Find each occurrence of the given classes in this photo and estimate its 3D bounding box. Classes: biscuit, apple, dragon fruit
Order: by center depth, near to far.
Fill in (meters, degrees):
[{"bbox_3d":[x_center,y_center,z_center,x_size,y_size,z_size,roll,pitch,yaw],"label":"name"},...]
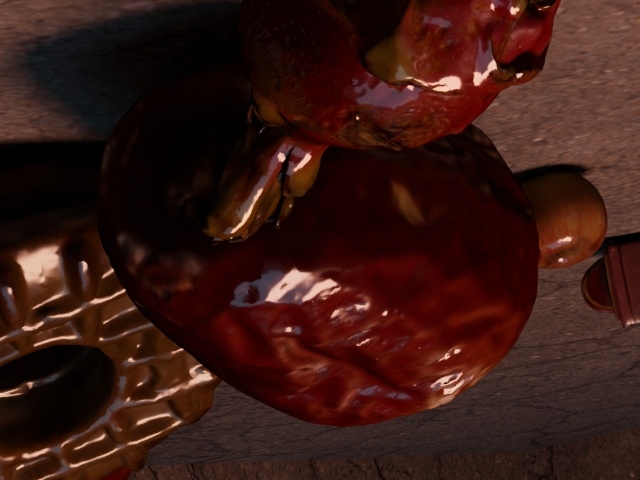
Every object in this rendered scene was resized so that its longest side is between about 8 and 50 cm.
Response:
[{"bbox_3d":[0.010,-0.076,0.851,0.125,0.125,0.246,-5,145,-42],"label":"dragon fruit"},{"bbox_3d":[-0.205,0.075,1.254,0.332,0.103,0.332,-20,146,-14],"label":"biscuit"},{"bbox_3d":[0.180,-0.017,1.430,0.084,0.071,0.084,-11,161,-4],"label":"apple"}]

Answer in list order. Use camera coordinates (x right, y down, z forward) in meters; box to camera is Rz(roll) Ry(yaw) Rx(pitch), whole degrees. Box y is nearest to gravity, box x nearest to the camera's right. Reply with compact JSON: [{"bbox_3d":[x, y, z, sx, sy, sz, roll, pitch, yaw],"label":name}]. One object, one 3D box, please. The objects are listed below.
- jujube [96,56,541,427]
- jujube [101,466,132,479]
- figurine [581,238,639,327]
[{"bbox_3d":[0.000,0.000,1.091,0.223,0.223,0.318,-13,163,22],"label":"jujube"},{"bbox_3d":[-0.340,0.158,1.494,0.377,0.276,0.276,-17,171,-20],"label":"jujube"},{"bbox_3d":[0.321,0.027,1.744,0.154,0.082,0.098,-10,-173,12],"label":"figurine"}]
